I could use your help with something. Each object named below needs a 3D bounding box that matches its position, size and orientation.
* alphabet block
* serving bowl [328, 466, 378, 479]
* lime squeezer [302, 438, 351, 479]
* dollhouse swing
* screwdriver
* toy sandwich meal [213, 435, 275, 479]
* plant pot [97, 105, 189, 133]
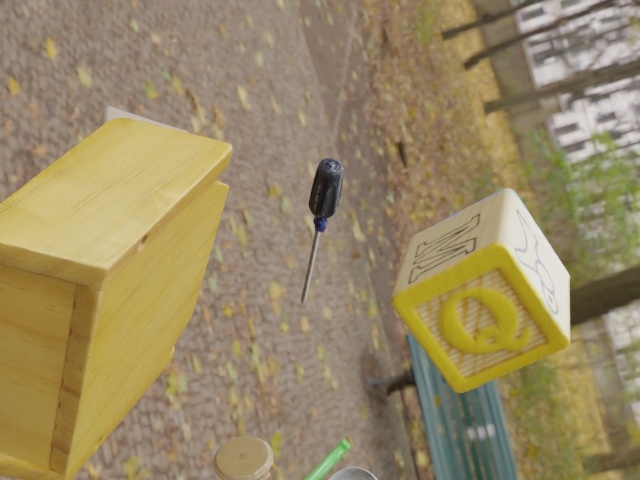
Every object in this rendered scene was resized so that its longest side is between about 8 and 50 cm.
[{"bbox_3d":[0.240,0.071,1.489,0.192,0.193,0.197,53,26,-14],"label":"alphabet block"},{"bbox_3d":[0.040,0.300,1.148,0.027,0.083,0.083,36,39,-50],"label":"serving bowl"},{"bbox_3d":[-0.086,0.352,1.203,0.059,0.310,0.110,43,4,-10],"label":"lime squeezer"},{"bbox_3d":[-0.319,0.029,1.041,0.315,0.305,0.346,-52,167,-47],"label":"dollhouse swing"},{"bbox_3d":[0.000,0.000,0.797,0.170,0.025,0.024,95,11,-48],"label":"screwdriver"},{"bbox_3d":[-0.095,0.285,1.290,0.085,0.086,0.029,-86,172,-53],"label":"toy sandwich meal"},{"bbox_3d":[-0.224,-0.087,1.207,0.096,0.109,0.109,-111,-141,-74],"label":"plant pot"}]
